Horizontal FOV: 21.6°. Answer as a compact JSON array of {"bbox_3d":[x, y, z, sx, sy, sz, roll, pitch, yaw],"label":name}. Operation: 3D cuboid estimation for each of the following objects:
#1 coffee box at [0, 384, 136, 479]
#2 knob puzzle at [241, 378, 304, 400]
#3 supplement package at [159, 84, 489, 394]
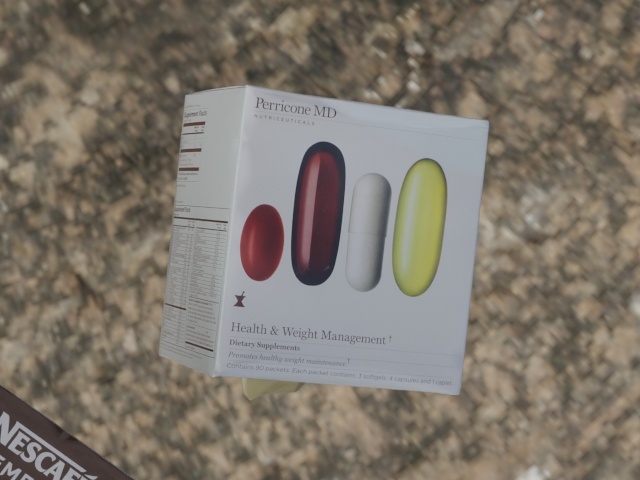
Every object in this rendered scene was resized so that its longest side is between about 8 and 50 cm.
[{"bbox_3d":[-0.138,0.219,1.020,0.246,0.098,0.141,36,72,4],"label":"coffee box"},{"bbox_3d":[-0.013,0.080,1.630,0.213,0.030,0.213,-36,161,-15],"label":"knob puzzle"},{"bbox_3d":[0.000,0.000,1.240,0.194,0.149,0.203,6,90,-21],"label":"supplement package"}]
